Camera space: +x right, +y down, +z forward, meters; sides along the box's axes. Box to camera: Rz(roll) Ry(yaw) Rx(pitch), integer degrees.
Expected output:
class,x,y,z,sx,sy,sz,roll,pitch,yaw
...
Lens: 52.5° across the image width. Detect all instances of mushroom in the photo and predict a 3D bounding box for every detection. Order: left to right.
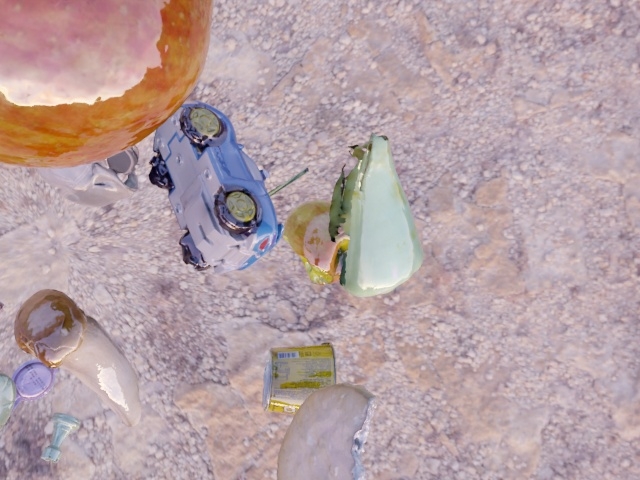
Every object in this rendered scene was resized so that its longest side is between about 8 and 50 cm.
class,x,y,z,sx,sy,sz,roll,pitch,yaw
mushroom,-0.247,0.136,0.706,0.071,0.084,0.209,-50,143,-23

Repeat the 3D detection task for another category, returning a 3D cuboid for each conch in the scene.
class,x,y,z,sx,sy,sz,roll,pitch,yaw
conch,0.069,-0.033,0.984,0.137,0.143,0.251,-16,102,9

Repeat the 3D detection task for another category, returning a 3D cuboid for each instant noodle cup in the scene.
class,x,y,z,sx,sy,sz,roll,pitch,yaw
instant noodle cup,-0.051,0.312,1.445,0.144,0.182,0.182,5,88,-9

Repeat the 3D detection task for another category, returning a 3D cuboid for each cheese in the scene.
class,x,y,z,sx,sy,sz,roll,pitch,yaw
cheese,-0.782,0.385,1.712,0.191,0.042,0.105,-38,109,-35

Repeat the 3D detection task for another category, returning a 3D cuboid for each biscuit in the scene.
class,x,y,z,sx,sy,sz,roll,pitch,yaw
biscuit,0.007,0.321,0.948,0.040,0.188,0.265,12,116,-39

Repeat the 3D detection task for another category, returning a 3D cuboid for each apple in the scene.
class,x,y,z,sx,sy,sz,roll,pitch,yaw
apple,-0.205,-0.203,0.504,0.250,0.277,0.309,29,74,-25
apple,0.000,0.000,1.892,0.246,0.226,0.246,-24,128,-34

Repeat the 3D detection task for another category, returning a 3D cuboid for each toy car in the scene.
class,x,y,z,sx,sy,sz,roll,pitch,yaw
toy car,-0.178,-0.099,1.135,0.166,0.198,0.314,-13,72,-42

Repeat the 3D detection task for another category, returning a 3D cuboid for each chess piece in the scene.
class,x,y,z,sx,sy,sz,roll,pitch,yaw
chess piece,-0.610,0.461,1.511,0.067,0.067,0.103,27,55,-20

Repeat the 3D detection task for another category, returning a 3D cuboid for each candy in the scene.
class,x,y,z,sx,sy,sz,roll,pitch,yaw
candy,-0.084,-0.093,1.207,0.061,0.202,0.061,15,64,-34

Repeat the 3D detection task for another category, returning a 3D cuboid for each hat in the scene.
class,x,y,z,sx,sy,sz,roll,pitch,yaw
hat,-0.428,-0.173,1.138,0.161,0.275,0.232,-37,68,-21

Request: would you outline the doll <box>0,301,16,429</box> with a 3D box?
class,x,y,z,sx,sy,sz,roll,pitch,yaw
doll,-0.629,0.203,1.048,0.284,0.216,0.269,25,87,-31
